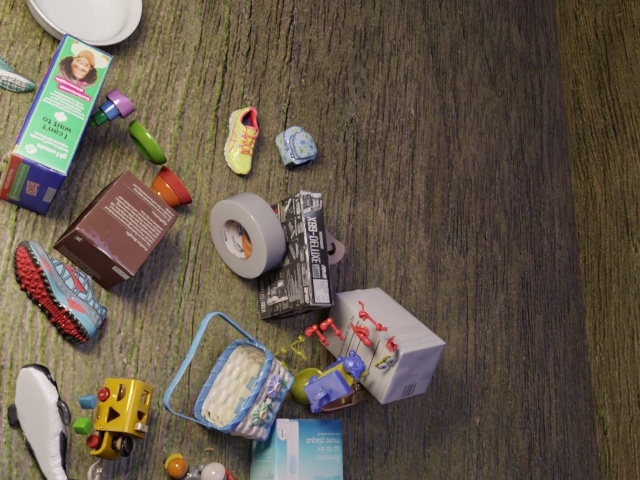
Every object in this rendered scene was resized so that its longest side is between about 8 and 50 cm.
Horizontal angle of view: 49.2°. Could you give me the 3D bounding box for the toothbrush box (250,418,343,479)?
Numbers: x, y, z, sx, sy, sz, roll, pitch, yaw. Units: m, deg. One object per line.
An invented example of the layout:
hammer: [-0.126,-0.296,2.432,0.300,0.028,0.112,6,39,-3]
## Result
toothbrush box: [-0.061,0.612,1.800,0.216,0.126,0.295,12,70,-35]

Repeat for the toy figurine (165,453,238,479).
toy figurine: [-0.291,0.597,1.566,0.148,0.210,0.213,53,53,-34]

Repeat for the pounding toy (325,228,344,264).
pounding toy: [0.000,0.000,2.022,0.154,0.155,0.269,-13,84,-36]

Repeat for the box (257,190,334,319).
box: [-0.081,0.047,1.888,0.077,0.242,0.307,4,73,-37]

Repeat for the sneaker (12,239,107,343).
sneaker: [-0.585,0.103,1.586,0.261,0.104,0.125,59,33,-13]

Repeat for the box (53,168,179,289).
box: [-0.478,-0.024,1.646,0.168,0.167,0.203,45,54,-19]

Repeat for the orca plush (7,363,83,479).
orca plush: [-0.560,0.392,1.495,0.287,0.151,0.102,63,18,0]

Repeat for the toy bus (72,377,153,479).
toy bus: [-0.429,0.400,1.524,0.191,0.104,0.202,-53,138,-64]

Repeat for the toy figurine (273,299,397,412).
toy figurine: [-0.001,0.334,1.753,0.191,0.363,0.217,56,29,-5]

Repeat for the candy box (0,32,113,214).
candy box: [-0.595,-0.251,1.560,0.122,0.268,0.317,22,63,-24]

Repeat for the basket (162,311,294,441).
basket: [-0.218,0.340,1.701,0.289,0.201,0.254,37,70,-31]

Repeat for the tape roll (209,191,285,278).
tape roll: [-0.193,-0.014,1.833,0.072,0.219,0.219,-29,95,-40]

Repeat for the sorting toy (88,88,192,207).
sorting toy: [-0.449,-0.189,1.703,0.126,0.127,0.365,-40,137,-15]

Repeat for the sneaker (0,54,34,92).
sneaker: [-0.747,-0.403,1.626,0.166,0.065,0.076,19,61,-35]

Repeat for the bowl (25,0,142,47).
bowl: [-0.611,-0.599,1.746,0.298,0.134,0.297,13,68,-36]

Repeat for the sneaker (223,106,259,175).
sneaker: [-0.217,-0.287,1.984,0.081,0.094,0.208,9,72,-38]

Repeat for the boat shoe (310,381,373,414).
boat shoe: [0.106,0.406,2.001,0.324,0.116,0.123,-18,87,-40]

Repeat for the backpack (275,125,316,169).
backpack: [-0.072,-0.285,2.105,0.105,0.084,0.114,-24,88,-43]

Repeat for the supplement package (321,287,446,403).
supplement package: [0.167,0.285,1.954,0.178,0.293,0.175,-4,122,-39]
